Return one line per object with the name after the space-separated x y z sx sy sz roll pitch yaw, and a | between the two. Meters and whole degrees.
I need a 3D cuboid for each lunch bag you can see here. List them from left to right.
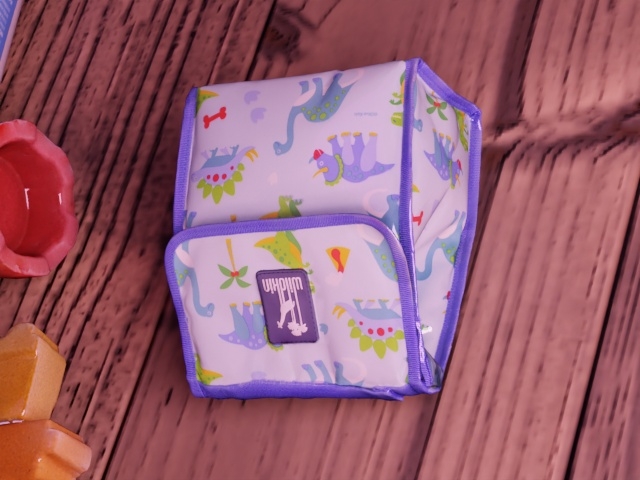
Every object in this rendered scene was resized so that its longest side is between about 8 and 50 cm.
0.000 0.000 0.794 0.128 0.096 0.151 -4 74 30 | lunch bag

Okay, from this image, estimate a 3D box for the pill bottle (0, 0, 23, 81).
-0.246 -0.139 1.023 0.124 0.124 0.222 -9 56 29 | pill bottle

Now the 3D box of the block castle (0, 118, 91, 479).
-0.265 0.099 0.761 0.212 0.303 0.453 -9 58 29 | block castle
